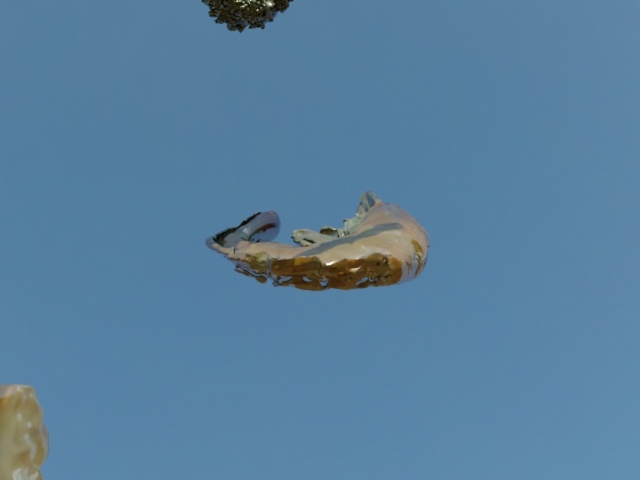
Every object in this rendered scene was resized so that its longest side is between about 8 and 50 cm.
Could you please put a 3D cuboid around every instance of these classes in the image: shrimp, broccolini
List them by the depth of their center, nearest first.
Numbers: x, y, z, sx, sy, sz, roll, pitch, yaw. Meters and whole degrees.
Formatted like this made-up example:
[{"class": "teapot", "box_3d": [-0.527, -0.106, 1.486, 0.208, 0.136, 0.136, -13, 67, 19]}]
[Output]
[{"class": "broccolini", "box_3d": [-0.017, -0.188, 0.620, 0.054, 0.194, 0.052, 35, -39, 1]}, {"class": "shrimp", "box_3d": [0.000, 0.001, 0.726, 0.173, 0.253, 0.058, 1, -80, -1]}]

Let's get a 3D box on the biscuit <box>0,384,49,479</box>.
[{"class": "biscuit", "box_3d": [-0.264, 0.253, 0.590, 0.204, 0.309, 0.040, -14, -31, 21]}]
